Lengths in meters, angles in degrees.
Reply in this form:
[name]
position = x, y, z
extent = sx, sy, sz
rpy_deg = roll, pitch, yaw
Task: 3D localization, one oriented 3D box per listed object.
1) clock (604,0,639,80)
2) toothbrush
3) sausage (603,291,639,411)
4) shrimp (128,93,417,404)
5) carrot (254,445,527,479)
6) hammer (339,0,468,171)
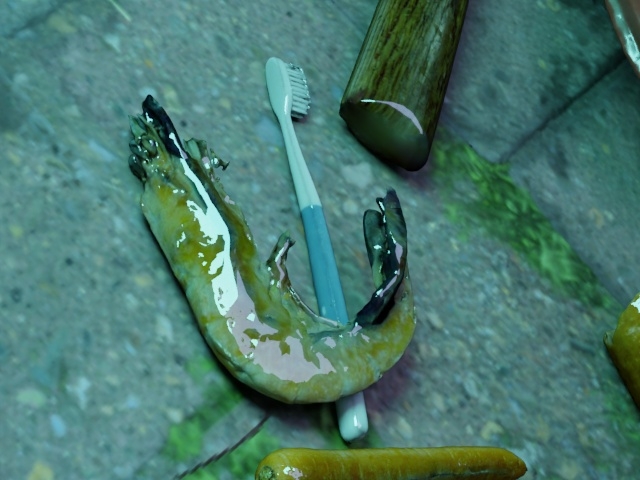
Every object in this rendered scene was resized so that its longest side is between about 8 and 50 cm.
[clock]
position = 0.317, -0.119, 1.398
extent = 0.318, 0.080, 0.318
rpy_deg = 34, 36, -29
[toothbrush]
position = 0.000, 0.000, 1.147
extent = 0.025, 0.019, 0.275
rpy_deg = 14, 51, -37
[sausage]
position = 0.289, 0.147, 1.199
extent = 0.302, 0.076, 0.103
rpy_deg = 51, 46, 8
[shrimp]
position = -0.025, -0.008, 1.099
extent = 0.152, 0.046, 0.219
rpy_deg = -25, 72, -28
[carrot]
position = 0.045, 0.132, 1.068
extent = 0.190, 0.037, 0.037
rpy_deg = 0, 59, -36
[hammer]
position = 0.082, -0.211, 1.327
extent = 0.242, 0.095, 0.408
rpy_deg = 30, 52, -14
